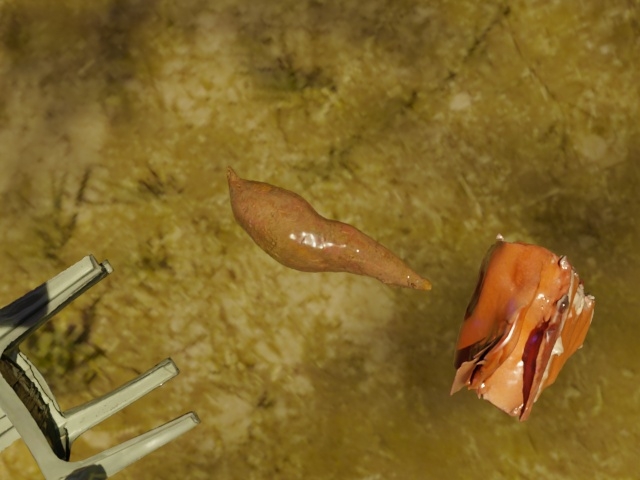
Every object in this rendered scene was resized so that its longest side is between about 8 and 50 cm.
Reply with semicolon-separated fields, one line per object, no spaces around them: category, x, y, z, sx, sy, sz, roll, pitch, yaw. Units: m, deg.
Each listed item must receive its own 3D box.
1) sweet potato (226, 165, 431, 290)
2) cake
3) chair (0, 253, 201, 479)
sweet potato;-0.004;0.004;1.031;0.226;0.068;0.068;29;72;7
cake;0.185;0.050;0.959;0.098;0.287;0.135;15;106;15
chair;-0.287;0.155;1.095;0.275;0.203;0.190;-30;11;-6
